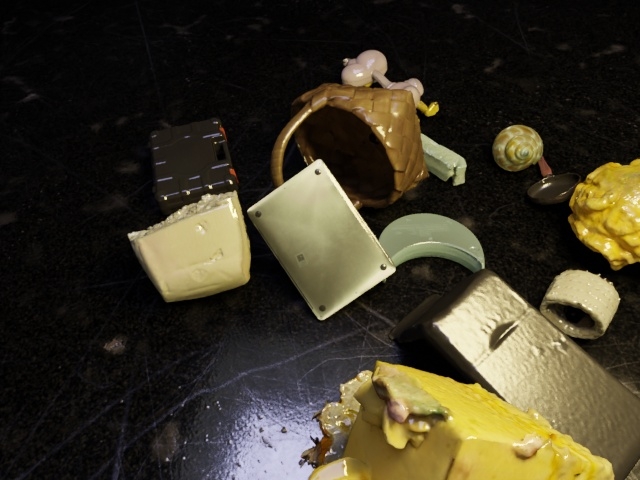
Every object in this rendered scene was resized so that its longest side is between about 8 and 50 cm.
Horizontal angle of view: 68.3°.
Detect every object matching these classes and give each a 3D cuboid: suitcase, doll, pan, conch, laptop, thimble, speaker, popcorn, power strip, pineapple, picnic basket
[{"bbox_3d":[-0.332,-0.199,1.219,0.206,0.066,0.286,-14,51,-8],"label":"suitcase"},{"bbox_3d":[0.182,-0.459,1.387,0.160,0.094,0.365,-35,54,-11],"label":"doll"},{"bbox_3d":[0.546,-0.144,1.127,0.114,0.040,0.212,-20,27,22],"label":"pan"},{"bbox_3d":[0.490,-0.234,1.173,0.172,0.106,0.116,-31,59,-31],"label":"conch"},{"bbox_3d":[0.000,0.000,0.928,0.187,0.015,0.269,-35,88,8],"label":"laptop"},{"bbox_3d":[0.481,0.117,0.878,0.115,0.102,0.090,35,59,20],"label":"thimble"},{"bbox_3d":[0.311,0.225,0.793,0.180,0.184,0.388,-35,67,-22],"label":"speaker"},{"bbox_3d":[0.625,-0.049,0.944,0.249,0.190,0.250,-20,31,12],"label":"popcorn"},{"bbox_3d":[0.213,0.016,1.013,0.252,0.054,0.168,-2,48,2],"label":"power strip"},{"bbox_3d":[0.072,0.314,0.736,0.185,0.115,0.237,14,49,15],"label":"pineapple"},{"bbox_3d":[0.026,-0.176,1.037,0.336,0.293,0.337,-15,36,11],"label":"picnic basket"}]

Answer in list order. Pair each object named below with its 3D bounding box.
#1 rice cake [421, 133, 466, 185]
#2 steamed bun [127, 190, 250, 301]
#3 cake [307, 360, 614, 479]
[{"bbox_3d":[0.242,-0.251,1.225,0.063,0.066,0.336,-36,58,-14],"label":"rice cake"},{"bbox_3d":[-0.259,0.013,0.970,0.225,0.200,0.170,-13,11,-4],"label":"steamed bun"},{"bbox_3d":[0.131,0.283,0.550,0.285,0.222,0.228,21,88,-23],"label":"cake"}]
